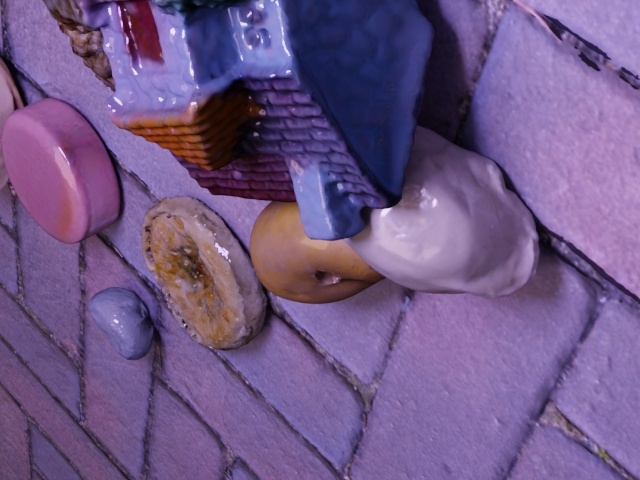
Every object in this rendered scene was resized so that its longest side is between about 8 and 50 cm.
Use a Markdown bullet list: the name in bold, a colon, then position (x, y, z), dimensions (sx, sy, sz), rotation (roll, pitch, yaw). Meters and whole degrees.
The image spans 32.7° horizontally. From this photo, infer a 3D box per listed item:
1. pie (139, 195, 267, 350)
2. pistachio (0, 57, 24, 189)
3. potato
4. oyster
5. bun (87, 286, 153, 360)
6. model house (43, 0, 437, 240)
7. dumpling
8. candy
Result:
- **pie**: position (-0.184, 0.056, 1.676), dimensions (0.274, 0.055, 0.274), rotation (31, 137, 34)
- **pistachio**: position (-0.603, -0.220, 1.892), dimensions (0.187, 0.187, 0.299), rotation (29, 143, 35)
- **potato**: position (0.000, 0.000, 1.322), dimensions (0.234, 0.150, 0.146), rotation (-29, 73, 54)
- **oyster**: position (-0.292, -0.262, 1.484), dimensions (0.214, 0.083, 0.223), rotation (-115, 5, -68)
- **bun**: position (-0.343, 0.142, 1.922), dimensions (0.141, 0.083, 0.141), rotation (41, 152, 28)
- **model house**: position (-0.089, -0.164, 1.140), dimensions (0.360, 0.297, 0.339), rotation (6, 113, 47)
- **dumpling**: position (0.118, -0.028, 1.157), dimensions (0.250, 0.132, 0.162), rotation (25, 99, 16)
- **candy**: position (-0.440, -0.115, 1.829), dimensions (0.255, 0.094, 0.255), rotation (31, 138, 34)
